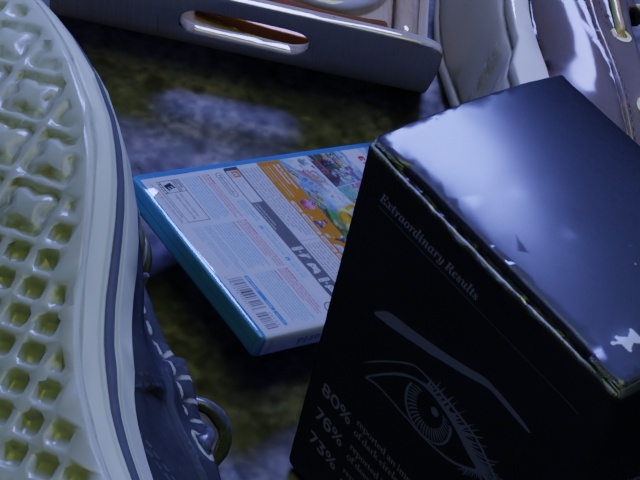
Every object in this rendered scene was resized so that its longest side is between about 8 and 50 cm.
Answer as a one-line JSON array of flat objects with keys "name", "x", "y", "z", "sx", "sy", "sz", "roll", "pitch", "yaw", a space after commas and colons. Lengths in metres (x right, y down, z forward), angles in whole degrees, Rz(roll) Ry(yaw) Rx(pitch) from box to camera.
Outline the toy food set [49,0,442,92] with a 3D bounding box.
[{"name": "toy food set", "x": -0.029, "y": -0.219, "z": 1.109, "sx": 0.219, "sy": 0.092, "sz": 0.306, "roll": 11, "pitch": 44, "yaw": -4}]

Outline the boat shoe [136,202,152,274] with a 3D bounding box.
[{"name": "boat shoe", "x": -0.209, "y": -0.058, "z": 0.897, "sx": 0.302, "sy": 0.094, "sz": 0.109, "roll": 37, "pitch": 80, "yaw": 19}]

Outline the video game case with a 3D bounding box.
[{"name": "video game case", "x": 0.000, "y": 0.000, "z": 0.926, "sx": 0.166, "sy": 0.015, "sz": 0.119, "roll": -11, "pitch": 48, "yaw": -40}]

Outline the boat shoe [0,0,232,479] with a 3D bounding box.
[{"name": "boat shoe", "x": -0.127, "y": 0.089, "z": 0.709, "sx": 0.187, "sy": 0.156, "sz": 0.500, "roll": -20, "pitch": 56, "yaw": -5}]

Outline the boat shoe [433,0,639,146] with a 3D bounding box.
[{"name": "boat shoe", "x": 0.130, "y": -0.107, "z": 1.029, "sx": 0.096, "sy": 0.116, "sz": 0.324, "roll": 14, "pitch": 43, "yaw": -15}]

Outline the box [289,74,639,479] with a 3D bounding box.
[{"name": "box", "x": 0.085, "y": 0.062, "z": 0.769, "sx": 0.108, "sy": 0.207, "sz": 0.153, "roll": -20, "pitch": 54, "yaw": -32}]
